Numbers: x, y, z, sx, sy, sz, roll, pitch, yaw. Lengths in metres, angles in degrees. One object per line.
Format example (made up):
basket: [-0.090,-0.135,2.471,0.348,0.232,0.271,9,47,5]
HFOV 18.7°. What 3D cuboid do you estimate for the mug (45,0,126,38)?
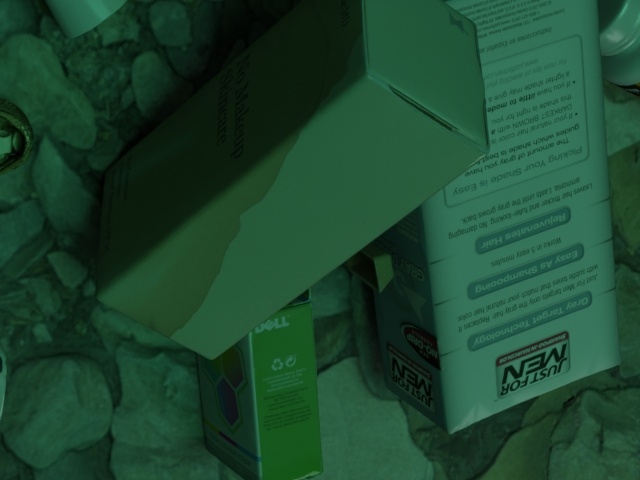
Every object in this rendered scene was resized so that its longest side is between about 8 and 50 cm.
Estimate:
mug: [-0.186,-0.200,1.483,0.062,0.078,0.064,-30,111,18]

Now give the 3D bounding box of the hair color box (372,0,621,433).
hair color box: [0.137,-0.048,1.625,0.185,0.113,0.374,-19,117,-24]

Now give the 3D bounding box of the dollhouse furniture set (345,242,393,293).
dollhouse furniture set: [0.000,0.000,1.604,0.081,0.114,0.091,-19,115,-19]

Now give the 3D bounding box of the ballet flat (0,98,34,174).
ballet flat: [-0.307,-0.075,1.437,0.206,0.067,0.073,-8,109,-26]

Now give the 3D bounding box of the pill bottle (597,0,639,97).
pill bottle: [0.320,-0.173,1.727,0.215,0.117,0.117,23,92,-31]

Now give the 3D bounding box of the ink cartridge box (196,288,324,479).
ink cartridge box: [-0.054,0.088,1.600,0.062,0.109,0.209,-13,110,-26]

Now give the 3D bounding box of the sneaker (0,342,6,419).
sneaker: [-0.332,0.177,1.487,0.153,0.094,0.235,6,112,-20]

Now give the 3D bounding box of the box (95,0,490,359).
box: [-0.026,-0.058,1.456,0.121,0.148,0.311,30,128,-30]
